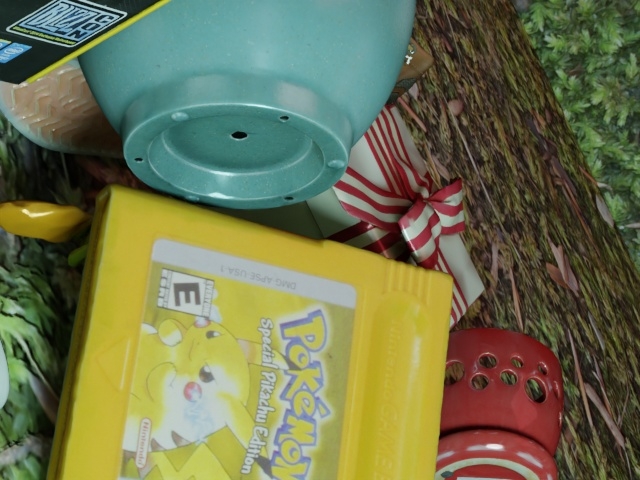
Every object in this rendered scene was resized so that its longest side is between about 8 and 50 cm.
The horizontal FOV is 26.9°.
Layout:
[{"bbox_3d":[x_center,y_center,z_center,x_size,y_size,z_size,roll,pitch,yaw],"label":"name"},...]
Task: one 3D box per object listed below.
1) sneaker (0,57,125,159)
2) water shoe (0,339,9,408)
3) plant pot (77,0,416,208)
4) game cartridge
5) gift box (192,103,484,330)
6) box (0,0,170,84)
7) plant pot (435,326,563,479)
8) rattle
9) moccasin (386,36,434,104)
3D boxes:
[{"bbox_3d":[-0.208,-0.153,1.249,0.302,0.108,0.121,15,42,-60],"label":"sneaker"},{"bbox_3d":[-0.288,0.040,0.945,0.080,0.073,0.203,-27,109,-26],"label":"water shoe"},{"bbox_3d":[-0.064,-0.146,1.061,0.293,0.293,0.196,35,49,-49],"label":"plant pot"},{"bbox_3d":[-0.046,0.127,1.078,0.324,0.053,0.285,14,72,-23],"label":"game cartridge"},{"bbox_3d":[0.000,0.000,1.324,0.276,0.258,0.255,63,23,-8],"label":"gift box"},{"bbox_3d":[-0.196,-0.200,0.813,0.322,0.257,0.079,4,65,-65],"label":"box"},{"bbox_3d":[0.199,0.225,1.612,0.191,0.191,0.174,48,32,-34],"label":"plant pot"},{"bbox_3d":[-0.185,0.064,1.119,0.143,0.130,0.199,-9,102,-55],"label":"rattle"},{"bbox_3d":[0.019,-0.358,1.797,0.380,0.147,0.139,59,16,23],"label":"moccasin"}]
